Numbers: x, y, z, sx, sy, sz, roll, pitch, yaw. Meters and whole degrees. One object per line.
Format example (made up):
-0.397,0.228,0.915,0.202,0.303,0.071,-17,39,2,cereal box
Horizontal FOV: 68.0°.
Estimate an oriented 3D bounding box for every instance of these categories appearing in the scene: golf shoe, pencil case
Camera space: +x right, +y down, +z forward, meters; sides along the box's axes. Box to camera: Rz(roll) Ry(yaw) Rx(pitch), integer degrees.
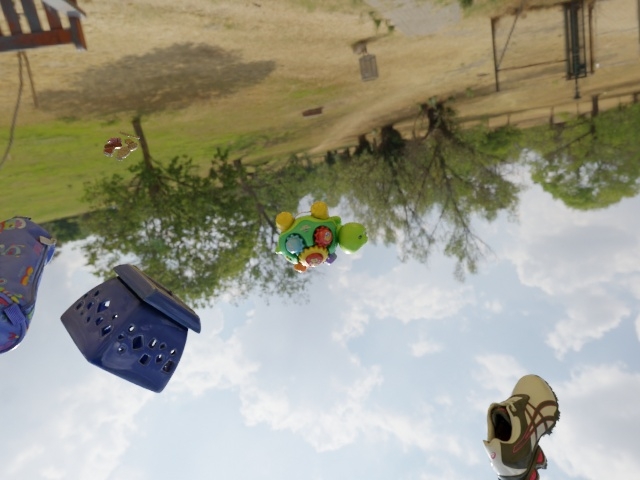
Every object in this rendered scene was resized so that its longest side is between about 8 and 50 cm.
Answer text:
0.404,0.355,0.957,0.105,0.120,0.273,-29,-167,42,golf shoe
-0.545,0.066,0.825,0.133,0.120,0.306,-21,-149,-10,pencil case

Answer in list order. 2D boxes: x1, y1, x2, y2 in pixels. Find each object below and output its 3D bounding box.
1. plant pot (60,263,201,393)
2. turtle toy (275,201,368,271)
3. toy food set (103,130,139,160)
-0.456,0.206,1.186,0.236,0.236,0.212,26,-107,43,plant pot
0.000,0.000,0.657,0.130,0.095,0.066,-16,-129,0,turtle toy
-0.526,-0.244,1.238,0.077,0.019,0.122,17,-142,-2,toy food set
